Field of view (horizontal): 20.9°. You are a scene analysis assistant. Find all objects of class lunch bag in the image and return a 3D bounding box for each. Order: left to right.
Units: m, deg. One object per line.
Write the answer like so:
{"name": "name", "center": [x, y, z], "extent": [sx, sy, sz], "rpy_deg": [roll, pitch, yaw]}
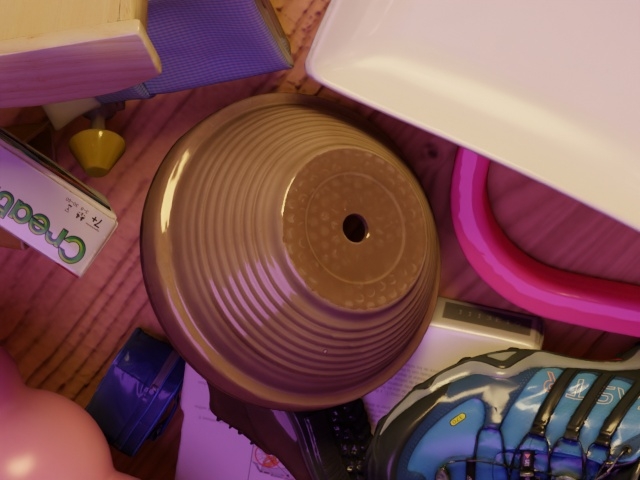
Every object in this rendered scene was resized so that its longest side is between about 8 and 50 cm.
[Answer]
{"name": "lunch bag", "center": [-0.150, 0.130, 1.423], "extent": [0.065, 0.067, 0.098], "rpy_deg": [32, 118, -1]}

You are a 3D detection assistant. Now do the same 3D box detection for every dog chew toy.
{"name": "dog chew toy", "center": [-0.236, 0.212, 1.353], "extent": [0.206, 0.206, 0.332], "rpy_deg": [-32, 98, 21]}

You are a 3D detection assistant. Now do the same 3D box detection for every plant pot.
{"name": "plant pot", "center": [-0.261, -0.045, 1.370], "extent": [0.083, 0.081, 0.081], "rpy_deg": [2, 112, 17]}
{"name": "plant pot", "center": [0.000, 0.000, 1.239], "extent": [0.237, 0.237, 0.110], "rpy_deg": [50, 151, -10]}

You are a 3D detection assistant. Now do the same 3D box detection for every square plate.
{"name": "square plate", "center": [0.212, -0.198, 1.187], "extent": [0.347, 0.049, 0.344], "rpy_deg": [26, 102, 5]}

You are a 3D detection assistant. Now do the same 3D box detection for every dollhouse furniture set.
{"name": "dollhouse furniture set", "center": [-0.093, -0.128, 1.181], "extent": [0.286, 0.198, 0.303], "rpy_deg": [-8, 149, 11]}

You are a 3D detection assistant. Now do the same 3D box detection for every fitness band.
{"name": "fitness band", "center": [0.241, -0.028, 1.285], "extent": [0.291, 0.054, 0.209], "rpy_deg": [11, 114, 9]}

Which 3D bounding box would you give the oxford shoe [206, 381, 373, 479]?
{"name": "oxford shoe", "center": [-0.030, 0.129, 1.338], "extent": [0.096, 0.083, 0.227], "rpy_deg": [-18, 109, 39]}

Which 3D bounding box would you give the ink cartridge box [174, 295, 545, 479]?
{"name": "ink cartridge box", "center": [0.024, 0.151, 1.400], "extent": [0.275, 0.060, 0.239], "rpy_deg": [12, 115, 6]}

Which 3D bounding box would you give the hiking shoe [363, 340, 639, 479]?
{"name": "hiking shoe", "center": [0.185, 0.146, 1.273], "extent": [0.304, 0.132, 0.113], "rpy_deg": [-12, 117, -7]}

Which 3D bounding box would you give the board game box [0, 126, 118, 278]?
{"name": "board game box", "center": [-0.282, -0.086, 1.202], "extent": [0.305, 0.193, 0.053], "rpy_deg": [34, 89, -10]}
